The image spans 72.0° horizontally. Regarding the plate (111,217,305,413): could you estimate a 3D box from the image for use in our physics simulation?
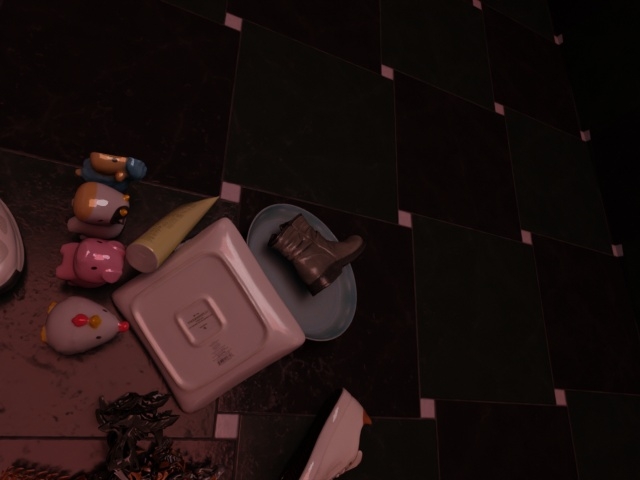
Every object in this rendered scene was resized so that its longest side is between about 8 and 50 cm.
[{"bbox_3d":[-0.212,0.143,0.803,0.277,0.045,0.278,-33,90,5],"label":"plate"}]

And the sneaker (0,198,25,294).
[{"bbox_3d":[-0.608,-0.125,0.655,0.169,0.257,0.448,-28,87,-33],"label":"sneaker"}]

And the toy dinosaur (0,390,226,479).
[{"bbox_3d":[-0.308,0.374,0.708,0.322,0.164,0.218,16,80,-46],"label":"toy dinosaur"}]

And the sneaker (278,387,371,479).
[{"bbox_3d":[0.014,0.445,0.870,0.123,0.106,0.290,43,56,-5],"label":"sneaker"}]

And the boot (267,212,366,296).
[{"bbox_3d":[0.000,0.000,0.967,0.161,0.083,0.246,51,35,-1],"label":"boot"}]

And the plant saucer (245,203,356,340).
[{"bbox_3d":[-0.043,0.069,0.966,0.317,0.043,0.318,28,47,-35],"label":"plant saucer"}]

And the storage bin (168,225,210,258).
[{"bbox_3d":[-0.222,0.077,0.892,0.122,0.084,0.180,-33,89,-33],"label":"storage bin"}]

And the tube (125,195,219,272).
[{"bbox_3d":[-0.277,-0.026,0.841,0.070,0.062,0.240,26,32,-4],"label":"tube"}]

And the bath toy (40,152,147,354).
[{"bbox_3d":[-0.389,0.023,0.777,0.129,0.151,0.348,2,72,-4],"label":"bath toy"}]
